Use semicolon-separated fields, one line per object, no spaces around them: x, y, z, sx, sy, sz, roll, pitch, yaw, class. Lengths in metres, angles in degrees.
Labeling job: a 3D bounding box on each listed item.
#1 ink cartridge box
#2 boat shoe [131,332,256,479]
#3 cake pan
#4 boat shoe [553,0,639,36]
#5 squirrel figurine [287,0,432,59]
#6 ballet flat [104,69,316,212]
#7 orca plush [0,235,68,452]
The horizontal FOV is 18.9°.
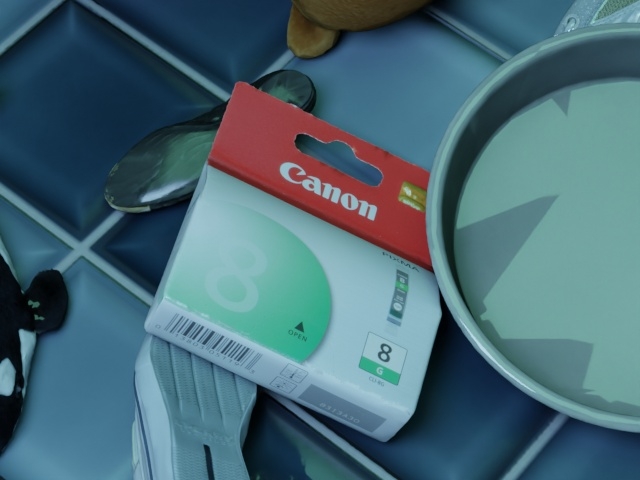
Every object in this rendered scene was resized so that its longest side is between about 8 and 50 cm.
0.000;0.000;1.287;0.181;0.056;0.225;26;56;-11;ink cartridge box
-0.090;0.130;1.211;0.083;0.076;0.226;24;26;-15;boat shoe
0.216;-0.006;1.306;0.293;0.054;0.293;0;70;-1;cake pan
0.279;-0.247;1.462;0.103;0.118;0.320;16;64;25;boat shoe
-0.060;-0.318;1.411;0.397;0.281;0.370;-9;73;-24;squirrel figurine
-0.075;-0.066;1.377;0.173;0.049;0.057;-30;75;-13;ballet flat
-0.244;-0.002;1.286;0.151;0.102;0.287;4;57;0;orca plush
